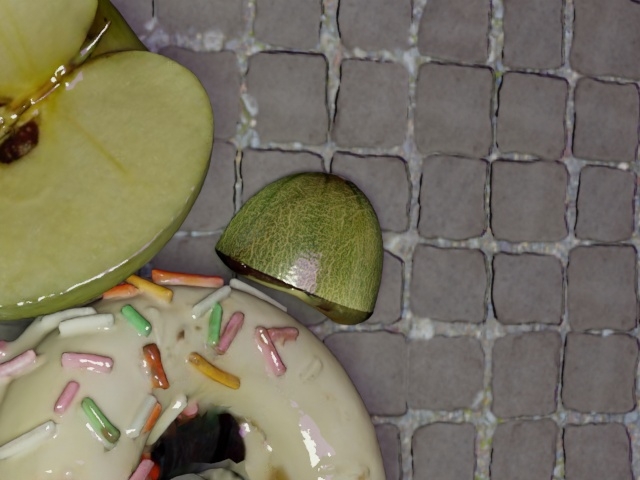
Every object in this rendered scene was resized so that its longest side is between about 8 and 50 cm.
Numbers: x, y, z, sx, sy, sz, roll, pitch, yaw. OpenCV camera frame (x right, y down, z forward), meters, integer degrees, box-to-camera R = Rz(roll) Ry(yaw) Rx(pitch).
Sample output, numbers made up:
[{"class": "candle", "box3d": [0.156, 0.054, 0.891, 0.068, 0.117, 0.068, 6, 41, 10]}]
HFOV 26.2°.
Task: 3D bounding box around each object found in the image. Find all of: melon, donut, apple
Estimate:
[{"class": "melon", "box3d": [0.000, 0.000, 1.214, 0.160, 0.079, 0.128, 21, 84, -18]}, {"class": "donut", "box3d": [-0.097, 0.197, 1.084, 0.383, 0.142, 0.382, 15, 65, -35]}, {"class": "apple", "box3d": [-0.243, -0.092, 1.046, 0.258, 0.233, 0.295, -44, 107, -4]}]
